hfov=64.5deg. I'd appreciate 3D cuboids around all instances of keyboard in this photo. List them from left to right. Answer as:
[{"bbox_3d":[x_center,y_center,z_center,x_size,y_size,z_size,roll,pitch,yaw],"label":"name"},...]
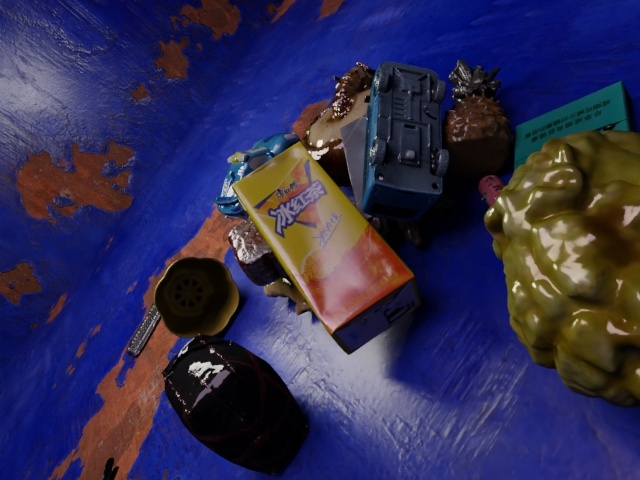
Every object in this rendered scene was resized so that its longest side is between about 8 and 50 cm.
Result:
[{"bbox_3d":[-0.515,0.231,1.566,0.106,0.016,0.262,-3,55,53],"label":"keyboard"}]

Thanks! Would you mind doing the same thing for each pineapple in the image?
[{"bbox_3d":[0.265,-0.223,0.878,0.128,0.128,0.248,-25,38,38],"label":"pineapple"}]

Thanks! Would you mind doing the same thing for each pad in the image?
[{"bbox_3d":[0.120,-0.160,0.926,0.163,0.004,0.243,-26,52,22],"label":"pad"}]

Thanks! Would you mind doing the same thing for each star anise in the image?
[{"bbox_3d":[0.155,-0.067,0.906,0.196,0.073,0.212,7,58,48],"label":"star anise"}]

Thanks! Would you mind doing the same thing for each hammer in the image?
[{"bbox_3d":[0.272,-0.069,0.782,0.043,0.043,0.083,-39,32,21],"label":"hammer"}]

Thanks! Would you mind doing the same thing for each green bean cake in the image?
[{"bbox_3d":[-0.069,-0.024,1.025,0.232,0.097,0.198,-32,42,-6],"label":"green bean cake"}]

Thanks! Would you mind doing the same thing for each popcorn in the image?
[{"bbox_3d":[0.290,0.016,0.490,0.270,0.224,0.258,-47,45,-10],"label":"popcorn"}]

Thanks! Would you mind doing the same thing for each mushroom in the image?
[{"bbox_3d":[0.078,-0.244,1.130,0.297,0.163,0.278,6,72,54],"label":"mushroom"}]

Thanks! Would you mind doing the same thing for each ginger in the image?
[{"bbox_3d":[-0.074,0.060,1.079,0.148,0.081,0.333,-34,40,-10],"label":"ginger"}]

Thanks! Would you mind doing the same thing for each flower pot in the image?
[{"bbox_3d":[-0.311,0.131,1.242,0.195,0.195,0.179,-58,18,-12],"label":"flower pot"}]

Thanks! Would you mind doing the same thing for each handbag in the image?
[{"bbox_3d":[-0.134,0.261,0.813,0.155,0.215,0.169,-47,32,-10],"label":"handbag"}]

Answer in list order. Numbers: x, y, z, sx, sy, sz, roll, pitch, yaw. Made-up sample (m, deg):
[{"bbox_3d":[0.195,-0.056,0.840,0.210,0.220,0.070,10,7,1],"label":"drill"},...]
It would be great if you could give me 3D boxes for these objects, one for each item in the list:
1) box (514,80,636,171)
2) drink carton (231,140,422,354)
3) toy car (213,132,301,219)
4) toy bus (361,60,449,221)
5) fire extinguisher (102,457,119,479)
[{"bbox_3d":[0.352,-0.105,0.709,0.160,0.042,0.226,-22,41,43],"label":"box"},{"bbox_3d":[0.000,0.000,0.843,0.154,0.111,0.351,-34,56,-4],"label":"drink carton"},{"bbox_3d":[-0.174,-0.193,1.420,0.198,0.166,0.314,8,63,53],"label":"toy car"},{"bbox_3d":[0.129,-0.161,0.821,0.134,0.113,0.246,111,166,-62],"label":"toy bus"},{"bbox_3d":[-0.368,0.534,0.925,0.337,0.114,0.136,9,80,57],"label":"fire extinguisher"}]
